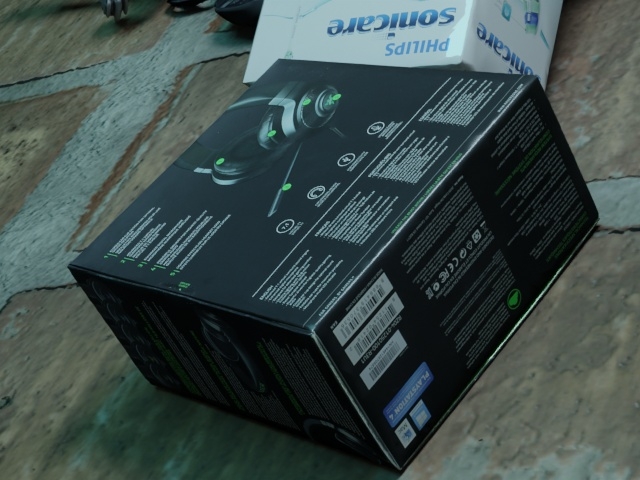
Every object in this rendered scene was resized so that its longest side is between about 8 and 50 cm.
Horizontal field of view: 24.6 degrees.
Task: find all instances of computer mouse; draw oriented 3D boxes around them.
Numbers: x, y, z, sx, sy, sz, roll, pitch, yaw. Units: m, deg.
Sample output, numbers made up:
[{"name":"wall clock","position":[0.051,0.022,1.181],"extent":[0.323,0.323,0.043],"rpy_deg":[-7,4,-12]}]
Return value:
[{"name":"computer mouse","position":[-0.095,-0.250,1.544],"extent":[0.071,0.041,0.242],"rpy_deg":[-42,27,-16]}]

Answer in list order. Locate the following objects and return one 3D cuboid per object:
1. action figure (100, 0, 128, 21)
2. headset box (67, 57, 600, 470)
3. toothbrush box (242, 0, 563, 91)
[{"name":"action figure","position":[-0.219,-0.332,1.695],"extent":[0.285,0.099,0.185],"rpy_deg":[11,40,42]},{"name":"headset box","position":[0.000,0.000,1.020],"extent":[0.283,0.131,0.246],"rpy_deg":[11,50,46]},{"name":"toothbrush box","position":[0.084,-0.239,1.188],"extent":[0.216,0.126,0.295],"rpy_deg":[-1,68,39]}]
